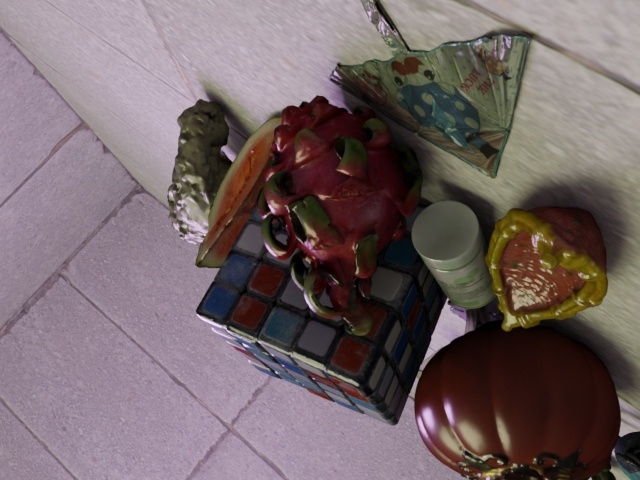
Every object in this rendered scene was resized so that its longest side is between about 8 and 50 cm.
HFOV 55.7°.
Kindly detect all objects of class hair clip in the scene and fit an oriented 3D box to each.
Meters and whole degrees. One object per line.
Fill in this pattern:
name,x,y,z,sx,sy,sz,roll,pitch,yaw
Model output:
hair clip,0.260,0.122,1.032,0.106,0.084,0.292,35,162,34

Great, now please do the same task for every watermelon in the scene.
watermelon,-0.121,-0.100,1.063,0.128,0.303,0.159,46,-157,23

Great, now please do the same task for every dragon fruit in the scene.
dragon fruit,0.013,-0.038,0.770,0.198,0.272,0.218,24,-172,29

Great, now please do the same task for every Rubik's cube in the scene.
Rubik's cube,0.027,0.093,0.984,0.292,0.293,0.287,20,159,25

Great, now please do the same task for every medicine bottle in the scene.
medicine bottle,0.188,0.025,0.820,0.086,0.086,0.183,32,171,35

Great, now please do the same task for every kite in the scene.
kite,0.094,-0.170,0.621,0.314,0.011,0.335,46,166,-27

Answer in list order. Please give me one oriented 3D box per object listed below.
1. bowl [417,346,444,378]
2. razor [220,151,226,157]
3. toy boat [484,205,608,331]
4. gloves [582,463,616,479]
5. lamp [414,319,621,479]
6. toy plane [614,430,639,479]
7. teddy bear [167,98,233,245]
bowl,0.340,0.323,1.383,0.238,0.126,0.237,37,168,10
razor,-0.233,-0.180,1.535,0.068,0.040,0.135,34,160,24
toy boat,0.251,0.033,0.686,0.141,0.099,0.318,40,171,19
gloves,0.598,0.539,1.426,0.135,0.107,0.268,10,158,-9
lamp,0.297,0.258,0.935,0.303,0.257,0.303,4,146,2
toy plane,0.514,0.350,0.964,0.382,0.106,0.155,30,154,53
teddy bear,-0.138,-0.078,1.263,0.368,0.224,0.357,17,148,-3
